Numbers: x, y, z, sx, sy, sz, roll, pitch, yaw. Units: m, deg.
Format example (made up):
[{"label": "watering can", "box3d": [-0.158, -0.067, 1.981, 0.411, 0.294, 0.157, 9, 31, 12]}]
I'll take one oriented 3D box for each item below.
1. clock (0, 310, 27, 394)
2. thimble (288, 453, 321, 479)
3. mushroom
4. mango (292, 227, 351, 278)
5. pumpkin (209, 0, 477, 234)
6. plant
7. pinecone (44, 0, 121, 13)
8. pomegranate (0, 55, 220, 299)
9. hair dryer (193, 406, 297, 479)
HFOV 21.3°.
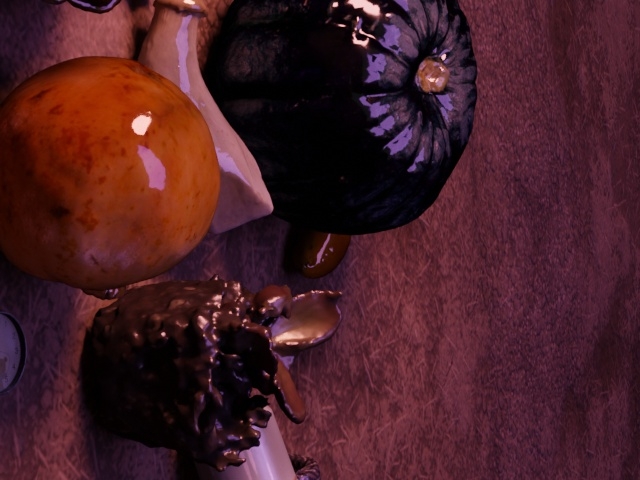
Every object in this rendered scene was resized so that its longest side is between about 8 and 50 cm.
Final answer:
[{"label": "clock", "box3d": [-0.312, 0.107, 1.627, 0.085, 0.017, 0.085, 4, 86, -63]}, {"label": "thimble", "box3d": [-0.048, 0.301, 2.051, 0.104, 0.095, 0.066, -37, 124, -70]}, {"label": "mushroom", "box3d": [-0.144, -0.139, 1.867, 0.118, 0.103, 0.270, -25, 109, -23]}, {"label": "mango", "box3d": [0.000, 0.000, 2.188, 0.127, 0.063, 0.077, -62, 146, -34]}, {"label": "pumpkin", "box3d": [0.029, -0.185, 2.031, 0.363, 0.266, 0.363, -9, 100, -59]}, {"label": "plant", "box3d": [-0.116, 0.133, 1.789, 0.204, 0.234, 0.178, -39, 129, -63]}, {"label": "pinecone", "box3d": [-0.206, -0.331, 1.589, 0.244, 0.309, 0.244, -7, 102, -36]}, {"label": "pomegranate", "box3d": [-0.209, -0.056, 1.613, 0.248, 0.248, 0.248, 3, 87, -63]}, {"label": "hair dryer", "box3d": [-0.156, 0.312, 1.849, 0.357, 0.107, 0.173, -26, 98, -49]}]
